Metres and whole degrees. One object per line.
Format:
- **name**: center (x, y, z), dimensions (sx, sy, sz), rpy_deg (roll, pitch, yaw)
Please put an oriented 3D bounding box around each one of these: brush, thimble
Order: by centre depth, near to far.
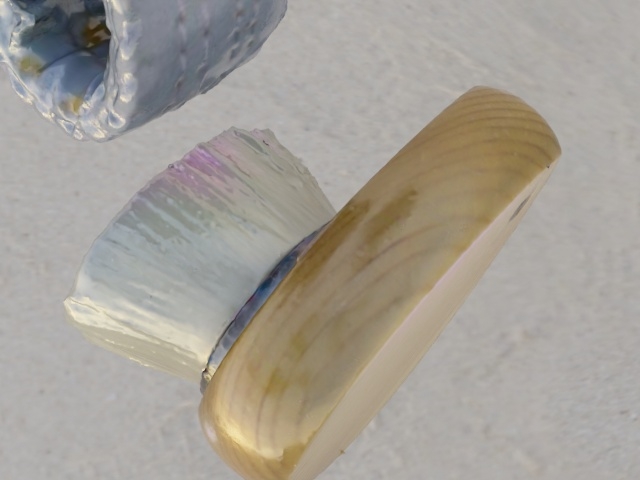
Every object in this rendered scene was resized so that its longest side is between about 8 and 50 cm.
- **thimble**: center (-0.095, -0.135, 0.727), dimensions (0.127, 0.118, 0.151), rpy_deg (39, 143, 20)
- **brush**: center (0.000, 0.000, 0.830), dimensions (0.166, 0.174, 0.266), rpy_deg (41, 91, 14)
